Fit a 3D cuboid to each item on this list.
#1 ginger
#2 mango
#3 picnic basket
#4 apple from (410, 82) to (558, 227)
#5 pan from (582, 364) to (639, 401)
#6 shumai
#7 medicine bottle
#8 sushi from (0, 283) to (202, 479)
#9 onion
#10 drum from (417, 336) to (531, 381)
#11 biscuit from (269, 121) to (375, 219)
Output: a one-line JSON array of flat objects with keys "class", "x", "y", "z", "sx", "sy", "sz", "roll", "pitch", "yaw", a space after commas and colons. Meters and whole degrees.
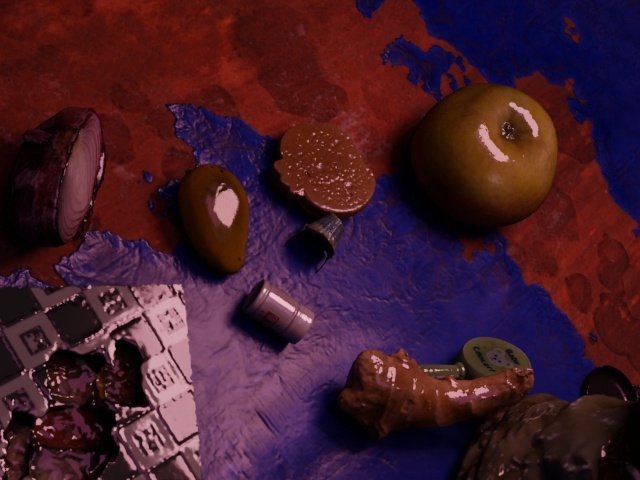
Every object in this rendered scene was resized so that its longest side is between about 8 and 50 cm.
[{"class": "ginger", "x": 0.163, "y": 0.211, "z": 1.523, "sx": 0.295, "sy": 0.086, "sz": 0.131, "roll": -3, "pitch": 93, "yaw": -15}, {"class": "mango", "x": -0.145, "y": -0.030, "z": 1.501, "sx": 0.103, "sy": 0.076, "sz": 0.160, "roll": -5, "pitch": 77, "yaw": -43}, {"class": "picnic basket", "x": 0.000, "y": 0.000, "z": 1.592, "sx": 0.083, "sy": 0.083, "sz": 0.065, "roll": -43, "pitch": 102, "yaw": -3}, {"class": "apple", "x": 0.276, "y": -0.141, "z": 1.764, "sx": 0.261, "sy": 0.194, "sz": 0.260, "roll": 10, "pitch": 66, "yaw": -24}, {"class": "pan", "x": 0.527, "y": 0.258, "z": 1.818, "sx": 0.212, "sy": 0.040, "sz": 0.114, "roll": -11, "pitch": 72, "yaw": -30}, {"class": "shumai", "x": 0.394, "y": 0.359, "z": 1.493, "sx": 0.324, "sy": 0.323, "sz": 0.397, "roll": 45, "pitch": 47, "yaw": -3}, {"class": "medicine bottle", "x": -0.059, "y": 0.100, "z": 1.498, "sx": 0.089, "sy": 0.057, "sz": 0.057, "roll": 34, "pitch": 51, "yaw": -14}, {"class": "sushi", "x": -0.292, "y": 0.192, "z": 1.289, "sx": 0.294, "sy": 0.059, "sz": 0.292, "roll": 4, "pitch": 64, "yaw": -32}, {"class": "onion", "x": -0.346, "y": -0.075, "z": 1.375, "sx": 0.098, "sy": 0.151, "sz": 0.205, "roll": 6, "pitch": 44, "yaw": 6}, {"class": "drum", "x": 0.207, "y": 0.209, "z": 1.594, "sx": 0.253, "sy": 0.049, "sz": 0.130, "roll": -11, "pitch": 39, "yaw": -34}, {"class": "biscuit", "x": -0.005, "y": -0.101, "z": 1.650, "sx": 0.170, "sy": 0.050, "sz": 0.170, "roll": 11, "pitch": 58, "yaw": -18}]
